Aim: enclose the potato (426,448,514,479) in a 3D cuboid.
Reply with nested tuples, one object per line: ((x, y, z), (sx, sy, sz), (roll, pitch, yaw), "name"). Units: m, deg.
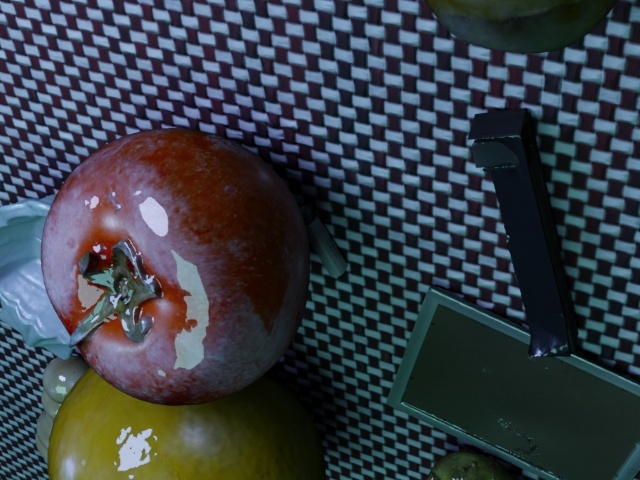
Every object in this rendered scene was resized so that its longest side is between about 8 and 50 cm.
((0.181, 0.328, 1.324), (0.117, 0.090, 0.225), (9, 133, 27), "potato")

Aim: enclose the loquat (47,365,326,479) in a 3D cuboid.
((-0.164, 0.285, 1.316), (0.328, 0.359, 0.328), (24, 164, 8), "loquat")

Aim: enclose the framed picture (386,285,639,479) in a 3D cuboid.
((0.214, 0.167, 1.200), (0.273, 0.016, 0.216), (25, 139, 9), "framed picture")

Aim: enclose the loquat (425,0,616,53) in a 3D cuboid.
((0.122, -0.229, 0.745), (0.179, 0.179, 0.227), (-4, 129, 36), "loquat")

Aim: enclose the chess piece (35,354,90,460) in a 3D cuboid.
((-0.343, 0.226, 1.585), (0.094, 0.094, 0.170), (24, 132, 11), "chess piece")

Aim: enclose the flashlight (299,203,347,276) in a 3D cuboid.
((0.000, 0.000, 1.172), (0.018, 0.018, 0.083), (-7, 125, 40), "flashlight")

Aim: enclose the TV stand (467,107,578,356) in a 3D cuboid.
((0.184, 0.001, 1.028), (0.049, 0.040, 0.256), (-3, 129, 24), "TV stand")

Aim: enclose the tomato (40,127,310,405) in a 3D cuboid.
((-0.134, 0.020, 1.122), (0.270, 0.227, 0.270), (11, 112, 29), "tomato")

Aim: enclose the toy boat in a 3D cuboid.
((-0.295, 0.034, 1.341), (0.199, 0.100, 0.290), (36, 139, -2), "toy boat")
